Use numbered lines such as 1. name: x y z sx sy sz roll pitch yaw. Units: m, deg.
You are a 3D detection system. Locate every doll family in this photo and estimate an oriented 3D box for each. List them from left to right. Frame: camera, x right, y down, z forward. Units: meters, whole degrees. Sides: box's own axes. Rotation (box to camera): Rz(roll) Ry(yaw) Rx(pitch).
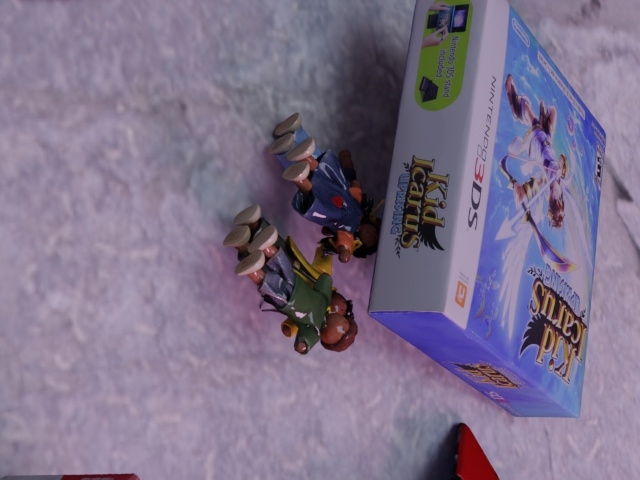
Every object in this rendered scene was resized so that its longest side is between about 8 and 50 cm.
1. doll family: 0.000 0.000 0.982 0.111 0.076 0.193 44 52 -25

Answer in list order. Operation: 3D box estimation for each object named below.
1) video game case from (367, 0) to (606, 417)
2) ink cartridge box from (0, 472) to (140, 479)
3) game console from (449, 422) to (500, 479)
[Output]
1. video game case: 0.135 -0.020 1.079 0.269 0.061 0.244 36 59 -54
2. ink cartridge box: -0.158 0.221 0.744 0.176 0.128 0.127 -43 113 -41
3. game console: 0.105 0.232 1.087 0.124 0.085 0.144 -34 109 -10
